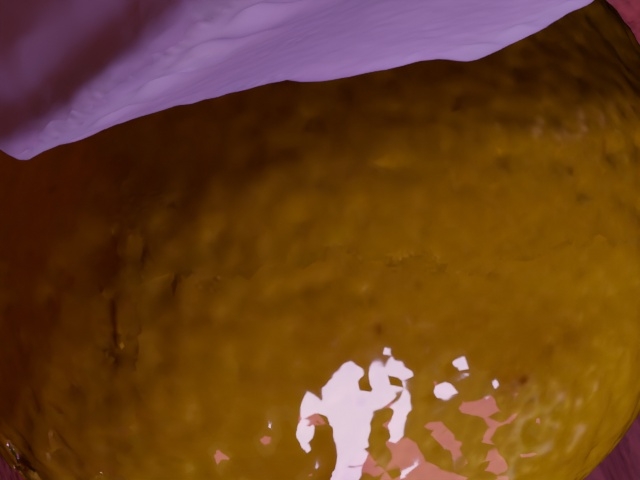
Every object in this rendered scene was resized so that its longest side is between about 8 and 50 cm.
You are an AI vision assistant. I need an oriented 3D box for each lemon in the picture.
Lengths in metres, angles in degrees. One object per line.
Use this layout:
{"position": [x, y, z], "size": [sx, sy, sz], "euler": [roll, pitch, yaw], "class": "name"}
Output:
{"position": [-0.002, 0.001, 0.875], "size": [0.336, 0.336, 0.336], "euler": [-21, 173, -3], "class": "lemon"}

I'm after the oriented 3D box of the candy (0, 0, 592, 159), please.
{"position": [0.047, -0.154, 0.517], "size": [0.208, 0.145, 0.359], "euler": [-15, 170, -37], "class": "candy"}
